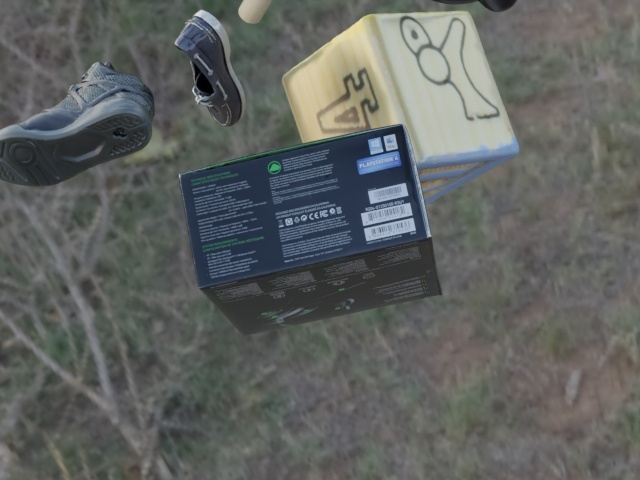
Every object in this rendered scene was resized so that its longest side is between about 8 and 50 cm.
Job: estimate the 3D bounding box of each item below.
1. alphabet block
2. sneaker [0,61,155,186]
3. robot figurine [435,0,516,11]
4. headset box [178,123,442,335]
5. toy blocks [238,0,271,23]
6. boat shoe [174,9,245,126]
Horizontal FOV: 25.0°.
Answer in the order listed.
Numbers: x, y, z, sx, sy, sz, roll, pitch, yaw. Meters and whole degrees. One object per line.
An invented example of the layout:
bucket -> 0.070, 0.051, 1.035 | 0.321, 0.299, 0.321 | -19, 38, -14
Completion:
alphabet block -> 0.099, -0.158, 1.806 | 0.192, 0.197, 0.193 | -8, -14, -42
sneaker -> -0.302, -0.142, 1.754 | 0.227, 0.087, 0.130 | -18, 33, 16
robot figurine -> 0.106, -0.315, 1.260 | 0.209, 0.174, 0.278 | -12, 44, -24
headset box -> 0.000, 0.000, 1.591 | 0.246, 0.283, 0.131 | -12, 74, 5
toy blocks -> -0.091, -0.579, 2.380 | 0.309, 0.260, 0.288 | 45, 53, 5
boat shoe -> -0.150, -0.210, 1.876 | 0.075, 0.206, 0.065 | 34, 66, 25
